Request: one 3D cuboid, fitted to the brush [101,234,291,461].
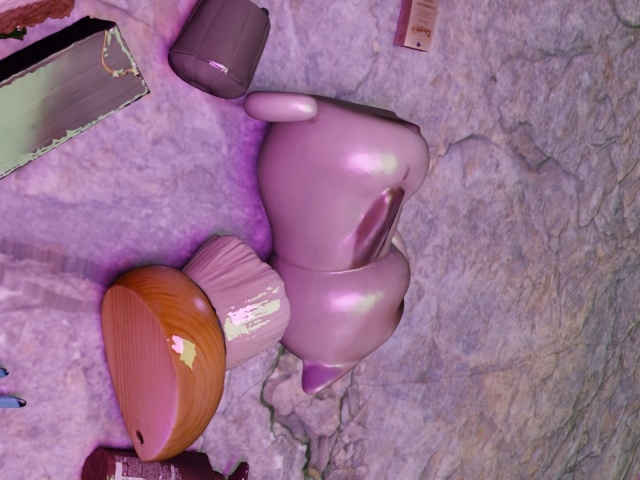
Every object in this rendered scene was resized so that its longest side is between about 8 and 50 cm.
[{"bbox_3d":[-0.152,0.138,0.865,0.166,0.174,0.267,-20,131,-42],"label":"brush"}]

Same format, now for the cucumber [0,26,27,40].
[{"bbox_3d":[-0.354,-0.202,0.633,0.187,0.058,0.058,-12,113,-35],"label":"cucumber"}]

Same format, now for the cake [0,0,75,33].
[{"bbox_3d":[-0.265,-0.262,0.588,0.134,0.147,0.135,-35,94,-36],"label":"cake"}]

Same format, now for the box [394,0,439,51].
[{"bbox_3d":[0.137,-0.312,1.015,0.053,0.024,0.083,2,106,-39],"label":"box"}]

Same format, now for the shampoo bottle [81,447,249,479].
[{"bbox_3d":[-0.195,0.314,0.954,0.236,0.067,0.068,24,100,-42],"label":"shampoo bottle"}]

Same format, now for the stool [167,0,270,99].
[{"bbox_3d":[-0.110,-0.219,0.802,0.096,0.096,0.110,28,83,-42],"label":"stool"}]

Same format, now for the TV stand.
[{"bbox_3d":[-0.304,-0.116,0.684,0.269,0.088,0.083,-37,125,-23],"label":"TV stand"}]

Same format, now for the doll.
[{"bbox_3d":[0.024,-0.019,0.910,0.225,0.215,0.371,-12,113,-19],"label":"doll"}]

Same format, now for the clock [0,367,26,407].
[{"bbox_3d":[-0.392,0.184,0.756,0.147,0.045,0.108,-29,124,-28],"label":"clock"}]
